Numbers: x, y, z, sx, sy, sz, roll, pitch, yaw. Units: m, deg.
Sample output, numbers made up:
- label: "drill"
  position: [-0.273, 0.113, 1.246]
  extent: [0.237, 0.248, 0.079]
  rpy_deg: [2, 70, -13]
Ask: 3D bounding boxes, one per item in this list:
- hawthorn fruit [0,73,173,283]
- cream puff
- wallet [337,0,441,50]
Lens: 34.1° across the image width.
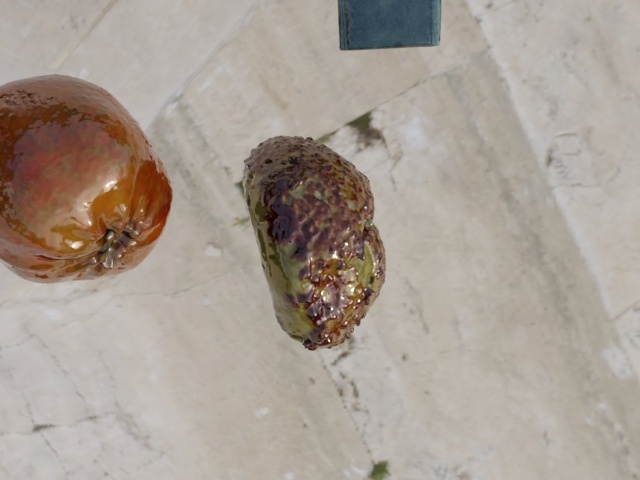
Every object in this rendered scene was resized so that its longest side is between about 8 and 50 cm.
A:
- label: "hawthorn fruit"
  position: [-0.145, -0.032, 0.585]
  extent: [0.128, 0.128, 0.128]
  rpy_deg: [2, 85, -22]
- label: "cream puff"
  position: [0.000, 0.000, 0.687]
  extent: [0.084, 0.149, 0.149]
  rpy_deg: [-16, 92, 1]
- label: "wallet"
  position: [0.084, -0.278, 1.268]
  extent: [0.129, 0.026, 0.088]
  rpy_deg: [1, 100, 17]
